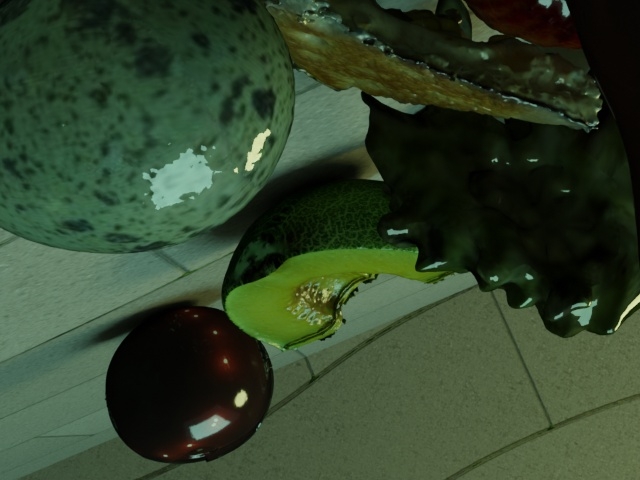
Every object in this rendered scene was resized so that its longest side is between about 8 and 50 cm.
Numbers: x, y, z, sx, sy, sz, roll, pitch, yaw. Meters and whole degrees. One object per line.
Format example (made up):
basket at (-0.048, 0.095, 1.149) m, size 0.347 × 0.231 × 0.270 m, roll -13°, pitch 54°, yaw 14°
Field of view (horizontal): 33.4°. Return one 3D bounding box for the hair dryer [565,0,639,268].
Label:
hair dryer at (0.055, -0.092, 0.349) m, size 0.340 × 0.313 × 0.123 m, roll 12°, pitch 167°, yaw -28°

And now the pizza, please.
pizza at (0.058, -0.103, 0.571) m, size 0.195 × 0.052 × 0.185 m, roll 18°, pitch -179°, yaw 9°

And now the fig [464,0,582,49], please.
fig at (0.091, -0.149, 0.524) m, size 0.153 × 0.119 × 0.119 m, roll 1°, pitch -172°, yaw 41°

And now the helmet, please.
helmet at (-0.165, 0.180, 1.347) m, size 0.215 × 0.189 × 0.193 m, roll -17°, pitch 159°, yaw -11°

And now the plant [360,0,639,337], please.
plant at (0.162, -0.043, 0.793) m, size 0.180 × 0.251 × 0.333 m, roll -54°, pitch 171°, yaw 10°

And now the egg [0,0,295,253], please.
egg at (-0.094, -0.059, 0.476) m, size 0.172 × 0.132 × 0.132 m, roll -13°, pitch 173°, yaw 18°

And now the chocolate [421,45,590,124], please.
chocolate at (0.193, -0.110, 0.959) m, size 0.254 × 0.080 × 0.157 m, roll -29°, pitch 168°, yaw 31°

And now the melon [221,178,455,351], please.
melon at (0.000, 0.000, 1.033) m, size 0.169 × 0.129 × 0.265 m, roll 19°, pitch 146°, yaw -41°
